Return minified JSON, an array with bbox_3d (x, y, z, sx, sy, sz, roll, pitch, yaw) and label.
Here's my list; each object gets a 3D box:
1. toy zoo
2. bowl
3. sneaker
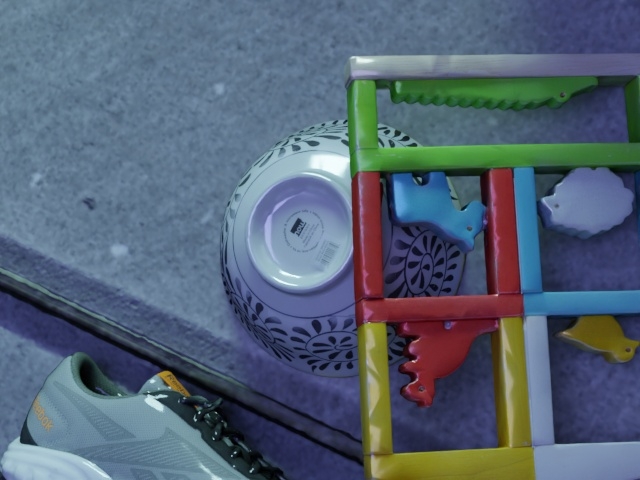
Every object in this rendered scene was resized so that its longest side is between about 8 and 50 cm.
[{"bbox_3d":[0.116,0.035,0.872,0.192,0.030,0.293,-1,81,-7],"label":"toy zoo"},{"bbox_3d":[0.000,0.000,0.932,0.170,0.080,0.170,-2,83,19],"label":"bowl"},{"bbox_3d":[-0.076,0.147,0.931,0.271,0.100,0.108,17,84,20],"label":"sneaker"}]
